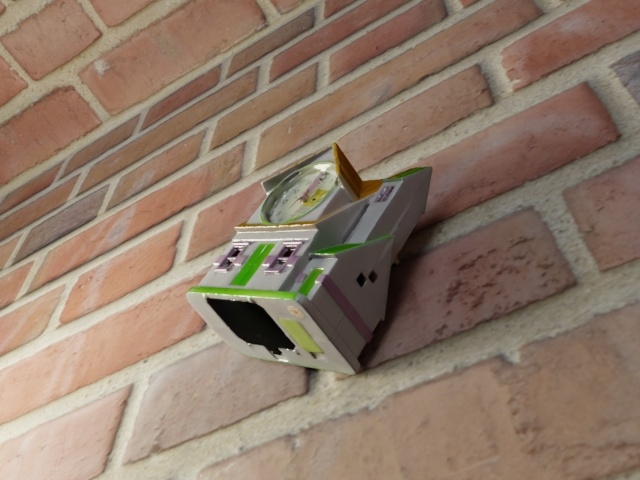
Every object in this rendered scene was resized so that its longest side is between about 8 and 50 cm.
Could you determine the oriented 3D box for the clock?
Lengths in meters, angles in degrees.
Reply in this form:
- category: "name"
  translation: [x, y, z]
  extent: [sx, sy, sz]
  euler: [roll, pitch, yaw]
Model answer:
- category: "clock"
  translation: [0.000, 0.000, 0.940]
  extent: [0.235, 0.166, 0.310]
  euler: [-1, 44, 45]
